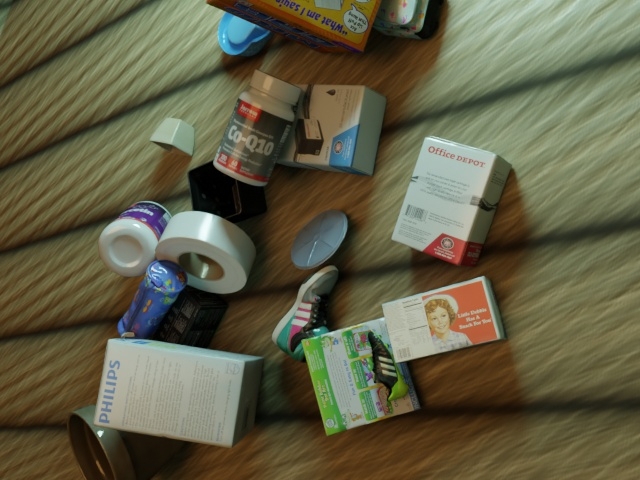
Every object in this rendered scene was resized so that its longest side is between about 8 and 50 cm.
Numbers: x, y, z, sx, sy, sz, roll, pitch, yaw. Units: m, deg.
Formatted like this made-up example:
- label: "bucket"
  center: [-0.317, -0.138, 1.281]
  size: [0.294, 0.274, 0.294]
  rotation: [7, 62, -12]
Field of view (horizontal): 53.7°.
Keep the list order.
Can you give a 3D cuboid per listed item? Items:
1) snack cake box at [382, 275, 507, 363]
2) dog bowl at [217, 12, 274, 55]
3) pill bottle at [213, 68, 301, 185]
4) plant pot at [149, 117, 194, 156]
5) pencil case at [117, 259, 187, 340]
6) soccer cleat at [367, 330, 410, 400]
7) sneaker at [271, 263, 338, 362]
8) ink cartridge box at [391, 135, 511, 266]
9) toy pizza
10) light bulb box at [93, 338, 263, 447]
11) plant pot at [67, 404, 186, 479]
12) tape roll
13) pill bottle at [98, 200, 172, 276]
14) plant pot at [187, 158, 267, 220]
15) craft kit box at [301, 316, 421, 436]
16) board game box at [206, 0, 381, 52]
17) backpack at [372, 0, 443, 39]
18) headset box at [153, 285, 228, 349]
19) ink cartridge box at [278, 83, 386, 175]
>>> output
- label: "snack cake box"
  center: [0.297, 0.196, 1.531]
  size: [0.264, 0.089, 0.152]
  rotation: [-18, 74, 23]
- label: "dog bowl"
  center: [-0.195, -0.701, 1.972]
  size: [0.297, 0.074, 0.166]
  rotation: [-44, 64, 24]
- label: "pill bottle"
  center: [-0.168, -0.304, 1.711]
  size: [0.161, 0.161, 0.283]
  rotation: [32, 105, 32]
- label: "plant pot"
  center: [-0.488, -0.353, 2.128]
  size: [0.109, 0.109, 0.096]
  rotation: [14, 82, 34]
- label: "pencil case"
  center: [-0.511, 0.196, 1.890]
  size: [0.119, 0.133, 0.306]
  rotation: [40, 122, 6]
- label: "soccer cleat"
  center: [0.154, 0.312, 1.570]
  size: [0.072, 0.060, 0.179]
  rotation: [-26, 79, -11]
- label: "sneaker"
  center: [-0.004, 0.224, 1.733]
  size: [0.178, 0.124, 0.295]
  rotation: [45, 114, 31]
- label: "ink cartridge box"
  center: [0.319, -0.095, 1.546]
  size: [0.197, 0.114, 0.272]
  rotation: [23, 100, 34]
- label: "toy pizza"
  center: [0.000, 0.000, 1.765]
  size: [0.201, 0.032, 0.201]
  rotation: [-30, 37, 26]
- label: "light bulb box"
  center: [-0.369, 0.406, 1.740]
  size: [0.361, 0.358, 0.225]
  rotation: [7, 81, 5]
- label: "plant pot"
  center: [-0.586, 0.623, 1.973]
  size: [0.323, 0.280, 0.323]
  rotation: [21, 120, 40]
- label: "tape roll"
  center: [-0.340, 0.040, 1.878]
  size: [0.286, 0.286, 0.100]
  rotation: [-9, 48, 33]
- label: "pill bottle"
  center: [-0.574, -0.018, 2.018]
  size: [0.182, 0.323, 0.181]
  rotation: [0, 108, 0]
- label: "plant pot"
  center: [-0.270, -0.140, 1.919]
  size: [0.187, 0.167, 0.188]
  rotation: [-18, 77, 31]
- label: "craft kit box"
  center: [0.100, 0.345, 1.620]
  size: [0.247, 0.061, 0.249]
  rotation: [-14, 75, -5]
- label: "board game box"
  center: [-0.046, -0.719, 1.622]
  size: [0.356, 0.357, 0.356]
  rotation: [-69, 24, 9]
- label: "backpack"
  center: [0.206, -0.619, 1.653]
  size: [0.188, 0.144, 0.165]
  rotation: [18, 101, 37]
- label: "headset box"
  center: [-0.475, 0.233, 2.048]
  size: [0.283, 0.131, 0.246]
  rotation: [36, 106, 31]
- label: "ink cartridge box"
  center: [0.006, -0.313, 1.768]
  size: [0.307, 0.129, 0.223]
  rotation: [11, 92, 35]
